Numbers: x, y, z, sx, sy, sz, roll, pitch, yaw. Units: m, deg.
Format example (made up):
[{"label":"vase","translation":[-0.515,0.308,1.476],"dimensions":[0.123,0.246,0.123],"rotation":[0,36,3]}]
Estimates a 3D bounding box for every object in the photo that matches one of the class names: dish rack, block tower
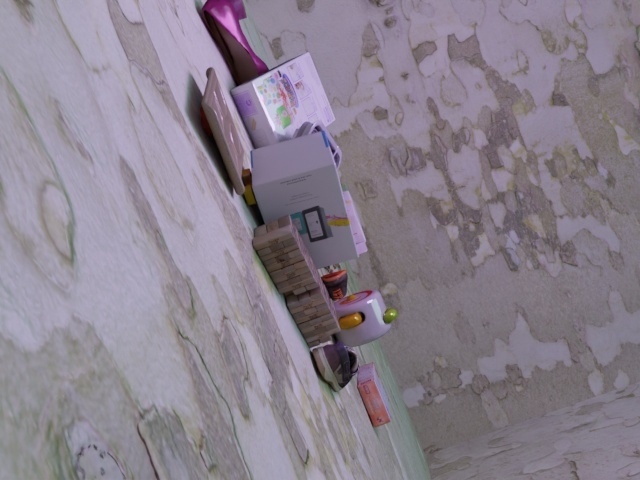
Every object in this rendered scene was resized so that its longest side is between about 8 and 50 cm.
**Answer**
[{"label":"dish rack","translation":[-0.051,-0.203,1.884],"dimensions":[0.072,0.286,0.333],"rotation":[24,-6,19]},{"label":"block tower","translation":[-0.049,0.094,1.413],"dimensions":[0.097,0.090,0.336],"rotation":[-105,172,-53]}]

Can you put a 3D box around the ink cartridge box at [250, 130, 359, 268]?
[{"label":"ink cartridge box","translation":[-0.040,-0.089,1.505],"dimensions":[0.198,0.197,0.270],"rotation":[-103,177,-56]}]

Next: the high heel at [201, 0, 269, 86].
[{"label":"high heel","translation":[-0.264,-0.549,1.876],"dimensions":[0.181,0.127,0.378],"rotation":[-51,129,-50]}]

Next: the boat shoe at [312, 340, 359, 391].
[{"label":"boat shoe","translation":[0.055,0.317,1.569],"dimensions":[0.285,0.092,0.103],"rotation":[57,13,-64]}]

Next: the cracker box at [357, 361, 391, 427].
[{"label":"cracker box","translation":[0.188,0.540,2.168],"dimensions":[0.232,0.067,0.156],"rotation":[-47,115,-85]}]

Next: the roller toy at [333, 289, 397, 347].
[{"label":"roller toy","translation":[0.120,0.245,1.979],"dimensions":[0.191,0.209,0.146],"rotation":[-13,-80,60]}]

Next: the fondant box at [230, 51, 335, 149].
[{"label":"fondant box","translation":[-0.106,-0.417,1.906],"dimensions":[0.330,0.096,0.238],"rotation":[-45,119,-48]}]

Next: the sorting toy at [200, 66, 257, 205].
[{"label":"sorting toy","translation":[-0.200,-0.197,1.338],"dimensions":[0.229,0.041,0.307],"rotation":[-103,176,-55]}]

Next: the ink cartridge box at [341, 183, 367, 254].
[{"label":"ink cartridge box","translation":[0.035,-0.054,2.152],"dimensions":[0.353,0.207,0.119],"rotation":[-101,170,-63]}]

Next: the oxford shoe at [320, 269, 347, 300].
[{"label":"oxford shoe","translation":[0.064,0.165,2.231],"dimensions":[0.271,0.096,0.099],"rotation":[36,39,-80]}]

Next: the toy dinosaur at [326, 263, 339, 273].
[{"label":"toy dinosaur","translation":[0.018,0.060,2.433],"dimensions":[0.112,0.064,0.212],"rotation":[-139,-149,-61]}]
